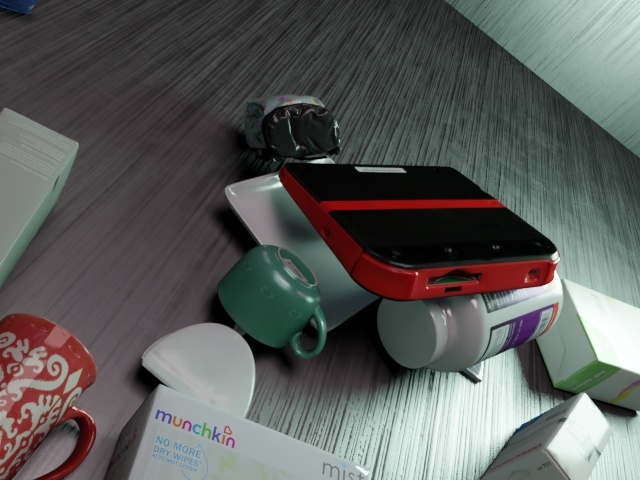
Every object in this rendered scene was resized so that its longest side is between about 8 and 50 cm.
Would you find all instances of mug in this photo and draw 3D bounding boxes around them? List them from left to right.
[{"bbox_3d":[-0.292,0.176,0.605,0.150,0.113,0.169,34,41,-7],"label":"mug"},{"bbox_3d":[-0.053,0.076,0.897,0.158,0.097,0.129,37,16,-24],"label":"mug"}]

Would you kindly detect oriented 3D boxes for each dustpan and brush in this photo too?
[{"bbox_3d":[-0.126,0.145,0.838,0.147,0.060,0.211,42,43,-3],"label":"dustpan and brush"}]

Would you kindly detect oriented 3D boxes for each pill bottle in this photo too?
[{"bbox_3d":[0.251,0.112,1.080,0.323,0.181,0.181,-10,60,-39],"label":"pill bottle"}]

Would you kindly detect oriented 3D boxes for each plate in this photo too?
[{"bbox_3d":[0.000,0.000,1.078,0.278,0.045,0.277,-24,75,-47],"label":"plate"}]

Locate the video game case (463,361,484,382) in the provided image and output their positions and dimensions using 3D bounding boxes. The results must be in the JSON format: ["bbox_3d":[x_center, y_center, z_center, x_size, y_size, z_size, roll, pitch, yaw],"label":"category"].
[{"bbox_3d":[0.265,0.191,1.169,0.087,0.011,0.122,36,37,-8],"label":"video game case"}]

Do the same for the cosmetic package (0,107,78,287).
[{"bbox_3d":[-0.374,-0.025,0.718,0.107,0.127,0.238,26,41,-19],"label":"cosmetic package"}]

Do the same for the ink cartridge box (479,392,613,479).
[{"bbox_3d":[0.353,0.334,0.997,0.082,0.139,0.191,52,38,11],"label":"ink cartridge box"}]

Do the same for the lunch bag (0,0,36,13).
[{"bbox_3d":[-0.509,-0.415,1.038,0.098,0.065,0.067,7,65,-39],"label":"lunch bag"}]

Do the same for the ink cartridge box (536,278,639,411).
[{"bbox_3d":[0.622,0.234,1.356,0.353,0.119,0.207,20,41,-25],"label":"ink cartridge box"}]

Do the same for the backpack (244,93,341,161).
[{"bbox_3d":[-0.062,-0.199,1.126,0.152,0.115,0.182,-3,13,-25],"label":"backpack"}]

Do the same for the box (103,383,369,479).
[{"bbox_3d":[-0.094,0.310,0.636,0.262,0.127,0.231,28,41,-17],"label":"box"}]

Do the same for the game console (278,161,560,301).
[{"bbox_3d":[0.162,-0.031,1.045,0.387,0.060,0.342,-2,32,-31],"label":"game console"}]
